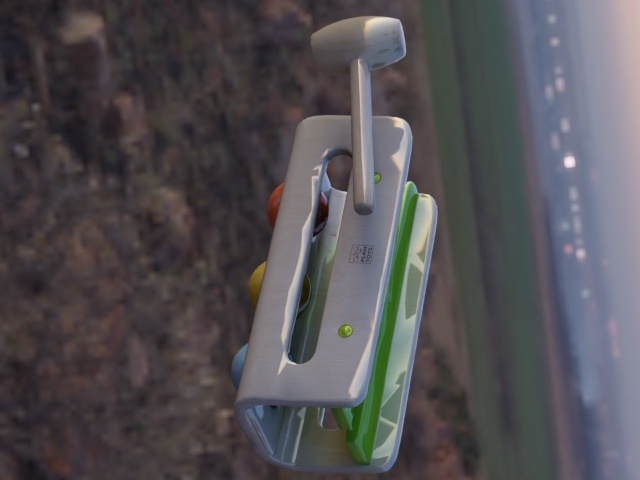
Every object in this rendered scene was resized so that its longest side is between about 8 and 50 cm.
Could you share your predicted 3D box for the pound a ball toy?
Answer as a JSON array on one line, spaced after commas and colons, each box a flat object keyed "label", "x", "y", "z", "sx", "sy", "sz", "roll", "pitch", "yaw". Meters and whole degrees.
[{"label": "pound a ball toy", "x": 0.000, "y": 0.000, "z": 1.506, "sx": 0.208, "sy": 0.135, "sz": 0.319, "roll": 66, "pitch": 29, "yaw": -54}]
